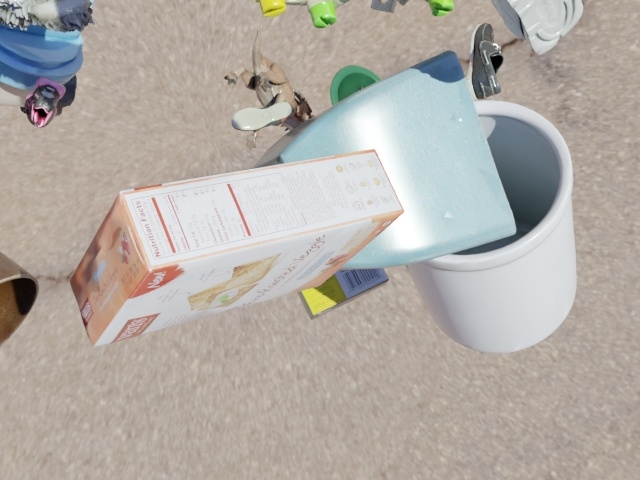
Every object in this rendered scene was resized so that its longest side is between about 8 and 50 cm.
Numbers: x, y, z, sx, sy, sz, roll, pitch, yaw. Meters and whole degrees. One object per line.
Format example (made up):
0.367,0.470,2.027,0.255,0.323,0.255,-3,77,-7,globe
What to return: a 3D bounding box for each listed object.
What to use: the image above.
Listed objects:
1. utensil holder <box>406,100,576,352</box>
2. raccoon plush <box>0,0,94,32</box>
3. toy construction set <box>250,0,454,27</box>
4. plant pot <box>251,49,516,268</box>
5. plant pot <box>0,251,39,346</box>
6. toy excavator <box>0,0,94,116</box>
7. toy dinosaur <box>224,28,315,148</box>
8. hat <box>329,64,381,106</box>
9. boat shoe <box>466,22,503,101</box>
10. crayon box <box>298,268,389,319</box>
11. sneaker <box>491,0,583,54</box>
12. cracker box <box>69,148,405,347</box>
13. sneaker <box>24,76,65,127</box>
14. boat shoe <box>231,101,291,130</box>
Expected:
0.301,-0.009,1.552,0.327,0.385,0.328,-9,57,14,utensil holder
-0.467,-0.269,0.963,0.299,0.446,0.216,23,50,-41,raccoon plush
0.076,-0.332,1.038,0.215,0.327,0.151,-22,90,30,toy construction set
0.058,-0.072,1.126,0.252,0.248,0.247,-22,95,-20,plant pot
-0.496,0.041,1.005,0.230,0.215,0.215,44,90,7,plant pot
-0.429,-0.457,1.231,0.445,0.222,0.433,-36,70,32,toy excavator
-0.100,-0.339,1.942,0.127,0.200,0.296,-11,109,33,toy dinosaur
0.060,-0.279,1.975,0.173,0.183,0.209,-37,98,-33,hat
0.390,-0.419,1.971,0.079,0.233,0.084,-12,138,29,boat shoe
0.000,0.000,2.002,0.202,0.081,0.319,-24,80,-10,crayon box
0.189,-0.279,0.833,0.090,0.235,0.095,-36,59,0,sneaker
-0.068,0.005,0.688,0.232,0.155,0.067,-13,71,-34,cracker box
-0.393,-0.180,1.191,0.047,0.119,0.057,17,66,-20,sneaker
-0.127,-0.259,1.793,0.137,0.043,0.049,-20,90,-22,boat shoe
